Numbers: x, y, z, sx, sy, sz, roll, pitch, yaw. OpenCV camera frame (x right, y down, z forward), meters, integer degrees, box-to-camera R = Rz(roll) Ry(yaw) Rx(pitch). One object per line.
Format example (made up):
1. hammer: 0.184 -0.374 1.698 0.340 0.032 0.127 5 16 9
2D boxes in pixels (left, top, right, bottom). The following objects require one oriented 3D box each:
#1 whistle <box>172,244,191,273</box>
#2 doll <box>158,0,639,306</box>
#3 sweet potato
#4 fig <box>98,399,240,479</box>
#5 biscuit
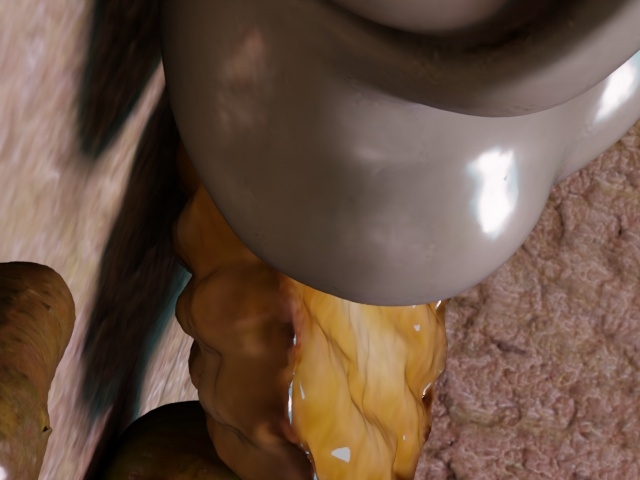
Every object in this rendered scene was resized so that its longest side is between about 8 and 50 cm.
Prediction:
1. whistle: -0.045 -0.023 0.916 0.220 0.057 0.107 -50 154 -72
2. doll: 0.042 -0.125 0.504 0.215 0.226 0.370 -32 167 -18
3. sweet potato: -0.106 0.056 0.382 0.274 0.067 0.067 -76 -176 -71
4. fig: -0.015 0.184 0.864 0.151 0.259 0.151 10 90 -88
5. biscuit: 0.000 0.000 0.799 0.325 0.107 0.326 -1 90 -70
